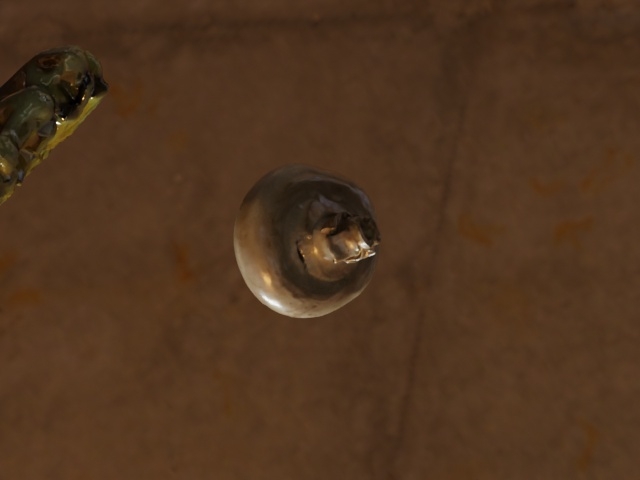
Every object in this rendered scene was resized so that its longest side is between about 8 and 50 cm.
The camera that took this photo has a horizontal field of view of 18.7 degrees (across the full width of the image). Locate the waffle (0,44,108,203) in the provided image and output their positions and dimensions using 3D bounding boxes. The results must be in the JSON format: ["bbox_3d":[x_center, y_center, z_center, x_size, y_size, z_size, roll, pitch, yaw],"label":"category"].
[{"bbox_3d":[-0.213,-0.042,1.226,0.054,0.223,0.204,41,-103,-7],"label":"waffle"}]

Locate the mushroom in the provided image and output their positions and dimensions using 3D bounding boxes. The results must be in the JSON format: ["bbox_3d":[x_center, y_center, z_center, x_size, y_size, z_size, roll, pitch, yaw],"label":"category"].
[{"bbox_3d":[0.000,0.000,1.016,0.079,0.085,0.085,5,-123,55],"label":"mushroom"}]
